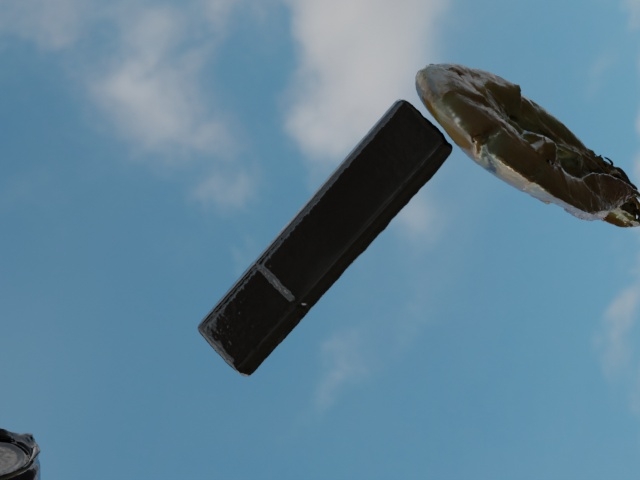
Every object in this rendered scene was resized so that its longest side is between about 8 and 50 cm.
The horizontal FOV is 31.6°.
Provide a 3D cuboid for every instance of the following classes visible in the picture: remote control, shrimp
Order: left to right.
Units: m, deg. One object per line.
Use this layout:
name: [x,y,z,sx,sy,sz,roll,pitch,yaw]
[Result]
remote control: [0.000,0.000,0.852,0.245,0.063,0.025,-49,-13,13]
shrimp: [0.179,-0.060,0.881,0.267,0.145,0.061,28,-71,-39]

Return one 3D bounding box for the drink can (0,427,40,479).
drink can: [-0.273,0.277,0.916,0.097,0.097,0.235,-15,-69,-49]
